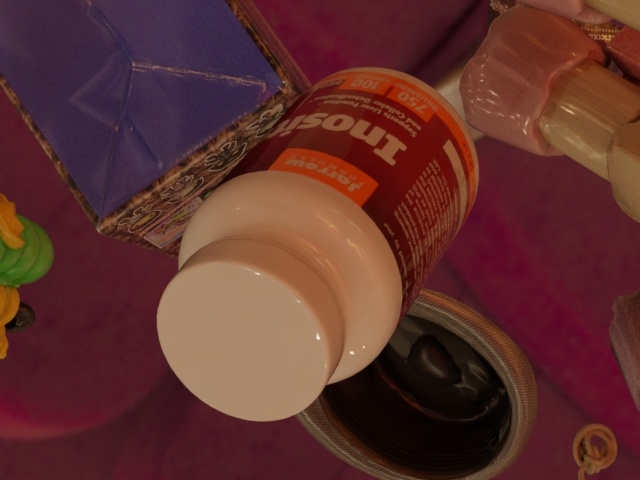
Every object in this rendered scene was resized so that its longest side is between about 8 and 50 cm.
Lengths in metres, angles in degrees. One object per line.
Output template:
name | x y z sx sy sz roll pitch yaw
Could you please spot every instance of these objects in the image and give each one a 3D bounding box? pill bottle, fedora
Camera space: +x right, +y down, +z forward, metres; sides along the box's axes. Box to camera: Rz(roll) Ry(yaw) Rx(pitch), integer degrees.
pill bottle | 0.000 0.000 0.639 0.086 0.152 0.086 10 121 18
fedora | 0.102 0.135 1.806 0.275 0.124 0.244 31 119 -6

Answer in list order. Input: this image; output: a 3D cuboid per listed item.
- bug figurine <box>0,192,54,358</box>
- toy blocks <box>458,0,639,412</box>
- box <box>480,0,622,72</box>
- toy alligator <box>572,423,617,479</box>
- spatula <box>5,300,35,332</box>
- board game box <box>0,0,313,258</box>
bug figurine | -0.206 -0.060 0.827 0.072 0.216 0.279 -28 74 7
toy blocks | 0.182 -0.119 0.793 0.260 0.288 0.309 35 158 36
box | 0.258 -0.273 1.851 0.156 0.158 0.093 4 172 1
toy alligator | 0.114 0.150 0.766 0.056 0.190 0.051 36 143 -12
spatula | -0.343 0.043 1.161 0.296 0.030 0.084 3 131 -20
board game box | -0.110 -0.123 1.107 0.232 0.141 0.291 55 -176 9
